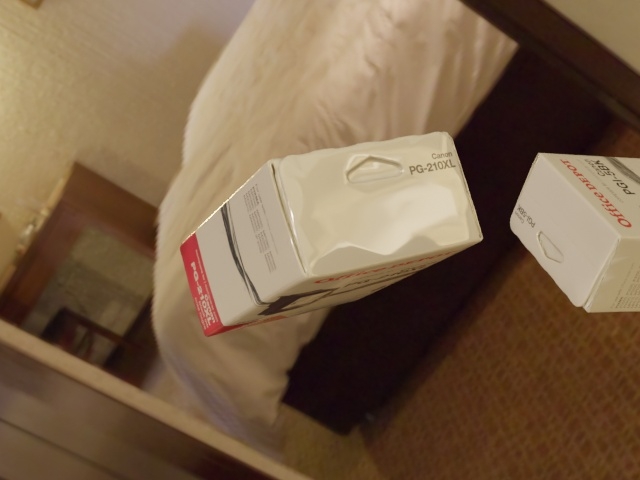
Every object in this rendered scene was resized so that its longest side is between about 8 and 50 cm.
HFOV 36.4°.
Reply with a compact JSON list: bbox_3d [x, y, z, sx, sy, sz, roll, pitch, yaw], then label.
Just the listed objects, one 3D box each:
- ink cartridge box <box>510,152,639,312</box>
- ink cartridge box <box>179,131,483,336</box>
[{"bbox_3d":[0.205,-0.006,0.613,0.099,0.135,0.056,-120,38,-48],"label":"ink cartridge box"},{"bbox_3d":[0.000,0.000,0.851,0.237,0.172,0.100,-33,71,60],"label":"ink cartridge box"}]
